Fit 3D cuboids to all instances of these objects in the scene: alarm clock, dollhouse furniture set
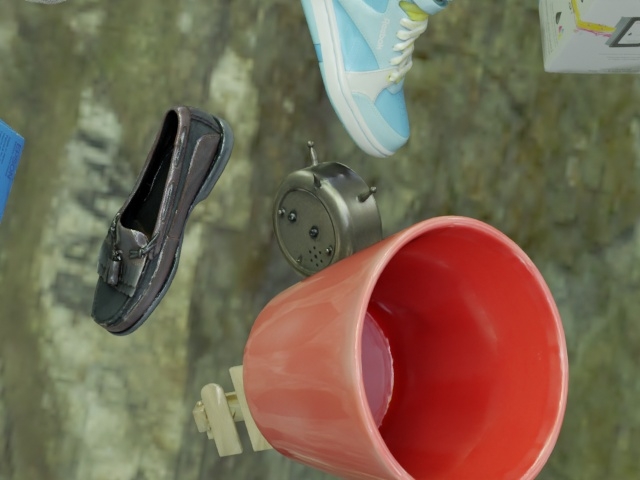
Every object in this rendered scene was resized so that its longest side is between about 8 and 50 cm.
[{"bbox_3d":[0.000,0.000,1.632,0.064,0.129,0.192,-22,-45,-37],"label":"alarm clock"},{"bbox_3d":[-0.108,0.202,2.067,0.151,0.144,0.123,-68,-35,-67],"label":"dollhouse furniture set"}]

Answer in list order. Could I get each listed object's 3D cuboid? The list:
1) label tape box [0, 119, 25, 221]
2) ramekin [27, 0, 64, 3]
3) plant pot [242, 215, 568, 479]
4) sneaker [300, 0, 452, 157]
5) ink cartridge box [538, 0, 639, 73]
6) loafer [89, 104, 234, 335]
[{"bbox_3d":[-0.587,-0.062,2.008,0.106,0.333,0.240,43,-122,-64],"label":"label tape box"},{"bbox_3d":[-0.282,-0.383,1.674,0.273,0.127,0.273,-45,-7,-7],"label":"ramekin"},{"bbox_3d":[0.068,0.126,1.487,0.243,0.275,0.275,-11,64,54],"label":"plant pot"},{"bbox_3d":[0.101,-0.255,1.792,0.127,0.208,0.319,-64,-41,-58],"label":"sneaker"},{"bbox_3d":[0.406,-0.354,1.924,0.270,0.197,0.198,114,154,-72],"label":"ink cartridge box"},{"bbox_3d":[-0.216,-0.030,1.858,0.095,0.109,0.302,27,-89,-51],"label":"loafer"}]
